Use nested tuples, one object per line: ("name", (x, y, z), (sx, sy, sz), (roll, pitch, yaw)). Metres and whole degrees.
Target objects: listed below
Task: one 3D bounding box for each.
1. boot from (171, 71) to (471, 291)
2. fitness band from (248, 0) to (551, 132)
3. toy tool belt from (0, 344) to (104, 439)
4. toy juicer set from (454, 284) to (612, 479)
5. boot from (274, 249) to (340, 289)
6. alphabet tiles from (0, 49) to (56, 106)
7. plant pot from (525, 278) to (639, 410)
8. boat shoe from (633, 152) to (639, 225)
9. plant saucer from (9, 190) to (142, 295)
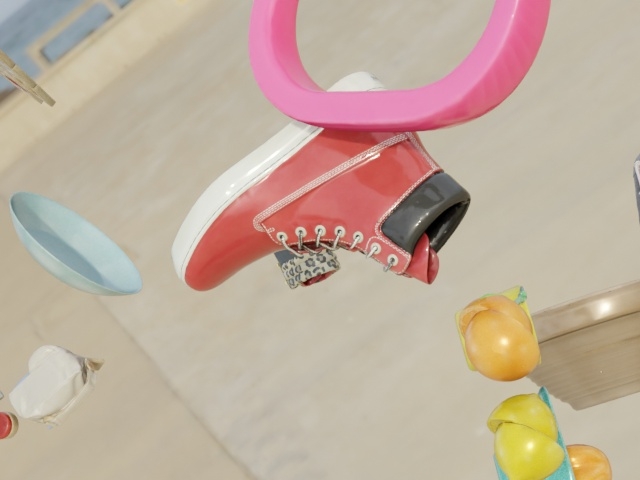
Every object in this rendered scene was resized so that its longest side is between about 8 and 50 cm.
("boot", (0.000, 0.000, 1.140), (0.244, 0.176, 0.088), (-40, -22, 13))
("fitness band", (0.051, -0.187, 1.039), (0.291, 0.054, 0.209), (5, 87, 46))
("toy tool belt", (-0.192, 0.111, 0.963), (0.083, 0.052, 0.051), (-44, -21, 10))
("toy juicer set", (0.185, 0.186, 1.054), (0.089, 0.329, 0.209), (-15, -11, 4))
("boot", (-0.065, -0.014, 1.846), (0.085, 0.179, 0.236), (-18, -6, -30))
("alphabet tiles", (-0.473, -0.280, 1.681), (0.011, 0.285, 0.342), (-53, -23, -6))
("plant pot", (0.310, 0.113, 1.451), (0.237, 0.110, 0.237), (-17, -8, -3))
("boat shoe", (0.468, 0.003, 1.777), (0.095, 0.112, 0.335), (-34, 42, 46))
("plant saucer", (-0.306, 0.015, 1.663), (0.037, 0.195, 0.195), (-52, 13, 11))
